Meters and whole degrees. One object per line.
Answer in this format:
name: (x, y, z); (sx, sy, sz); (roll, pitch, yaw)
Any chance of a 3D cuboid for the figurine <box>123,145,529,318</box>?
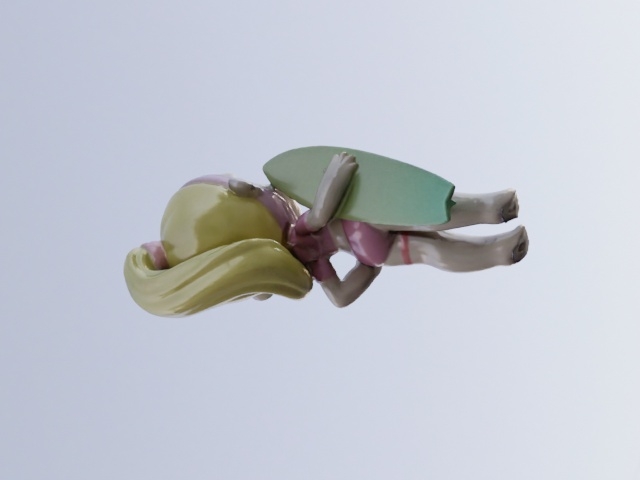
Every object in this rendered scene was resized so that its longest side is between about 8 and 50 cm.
figurine: (0.000, 0.000, 0.712); (0.083, 0.187, 0.083); (0, -90, -74)
